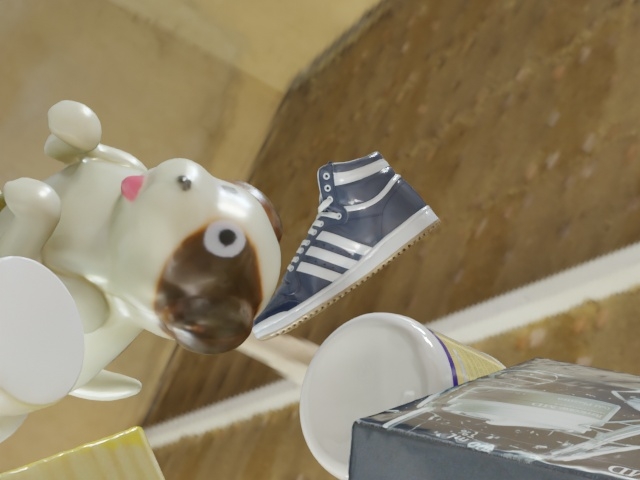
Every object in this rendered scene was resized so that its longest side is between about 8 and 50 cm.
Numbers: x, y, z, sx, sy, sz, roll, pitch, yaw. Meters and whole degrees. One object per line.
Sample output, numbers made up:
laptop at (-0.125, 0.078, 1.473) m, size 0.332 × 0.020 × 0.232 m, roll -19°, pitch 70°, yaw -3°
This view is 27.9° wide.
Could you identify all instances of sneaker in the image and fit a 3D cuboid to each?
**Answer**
sneaker at (0.000, 0.000, 1.675) m, size 0.282 × 0.153 × 0.099 m, roll -36°, pitch 178°, yaw -1°

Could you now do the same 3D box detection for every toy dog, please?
toy dog at (-0.244, 0.044, 1.450) m, size 0.408 × 0.395 × 0.284 m, roll -14°, pitch -152°, yaw 26°

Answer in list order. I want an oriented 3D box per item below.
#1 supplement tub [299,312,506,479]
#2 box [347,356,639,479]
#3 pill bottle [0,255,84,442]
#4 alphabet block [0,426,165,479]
supplement tub at (0.153, 0.254, 1.849) m, size 0.241 × 0.331 × 0.241 m, roll -15°, pitch -116°, yaw 33°
box at (0.348, 0.342, 1.477) m, size 0.480 × 0.472 × 0.297 m, roll 8°, pitch -80°, yaw 34°
pill bottle at (-0.396, 0.126, 1.240) m, size 0.334 × 0.188 × 0.188 m, roll -18°, pitch -141°, yaw 31°
alphabet block at (-0.226, 0.296, 1.076) m, size 0.193 × 0.197 × 0.192 m, roll -14°, pitch 163°, yaw -48°
